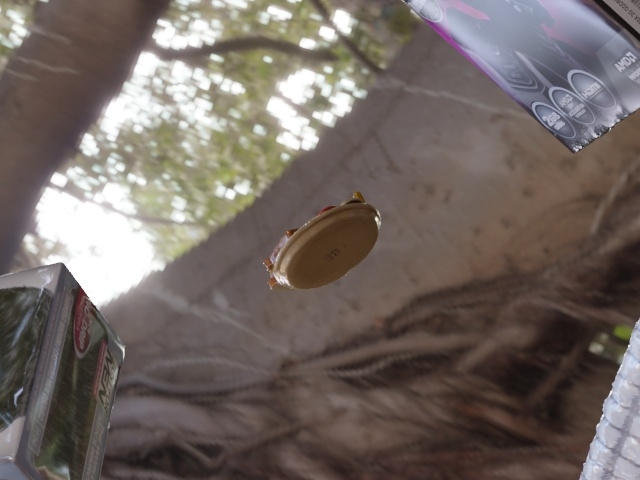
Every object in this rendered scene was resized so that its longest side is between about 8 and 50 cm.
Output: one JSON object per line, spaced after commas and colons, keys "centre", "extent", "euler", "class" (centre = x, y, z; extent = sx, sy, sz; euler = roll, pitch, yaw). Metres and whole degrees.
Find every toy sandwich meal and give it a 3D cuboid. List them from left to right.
{"centre": [0.000, 0.000, 1.030], "extent": [0.086, 0.029, 0.085], "euler": [-25, -30, -16], "class": "toy sandwich meal"}

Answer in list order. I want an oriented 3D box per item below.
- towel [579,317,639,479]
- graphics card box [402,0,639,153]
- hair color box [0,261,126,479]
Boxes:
{"centre": [0.267, 0.100, 0.789], "extent": [0.121, 0.235, 0.283], "euler": [-39, -29, -36], "class": "towel"}
{"centre": [0.110, -0.236, 1.187], "extent": [0.371, 0.233, 0.094], "euler": [41, -104, -2], "class": "graphics card box"}
{"centre": [-0.346, 0.153, 1.228], "extent": [0.185, 0.374, 0.113], "euler": [-85, -25, -43], "class": "hair color box"}
